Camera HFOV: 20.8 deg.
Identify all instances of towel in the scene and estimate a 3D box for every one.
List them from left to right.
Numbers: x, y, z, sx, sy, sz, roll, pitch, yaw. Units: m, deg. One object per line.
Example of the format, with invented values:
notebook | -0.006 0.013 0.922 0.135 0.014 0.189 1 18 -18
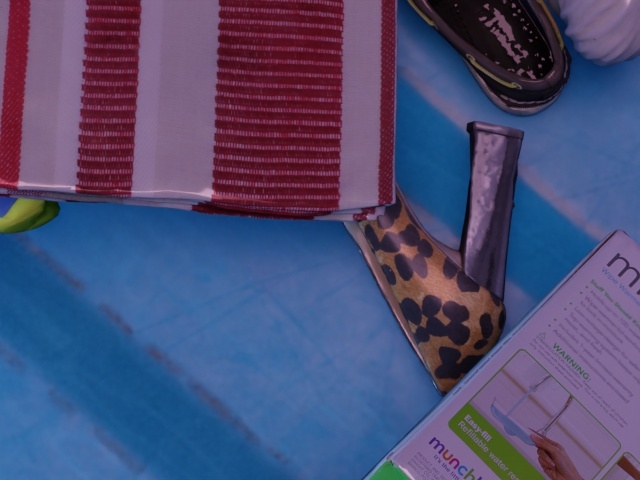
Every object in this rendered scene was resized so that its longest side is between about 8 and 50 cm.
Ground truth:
towel | -0.114 -0.135 1.104 0.329 0.037 0.237 4 77 -11

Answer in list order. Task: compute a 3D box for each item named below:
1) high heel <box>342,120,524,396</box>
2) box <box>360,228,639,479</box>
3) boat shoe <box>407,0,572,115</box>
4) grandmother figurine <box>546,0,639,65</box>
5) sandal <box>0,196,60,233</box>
high heel | 0.000 0.000 1.177 0.261 0.093 0.186 8 90 5
box | 0.180 0.167 1.018 0.262 0.127 0.231 45 57 5
boat shoe | 0.091 -0.188 1.206 0.081 0.068 0.228 -40 83 -4
grandmother figurine | 0.126 -0.266 1.184 0.208 0.104 0.342 -28 75 -19
sandal | -0.159 -0.151 1.176 0.138 0.126 0.317 30 74 -6
